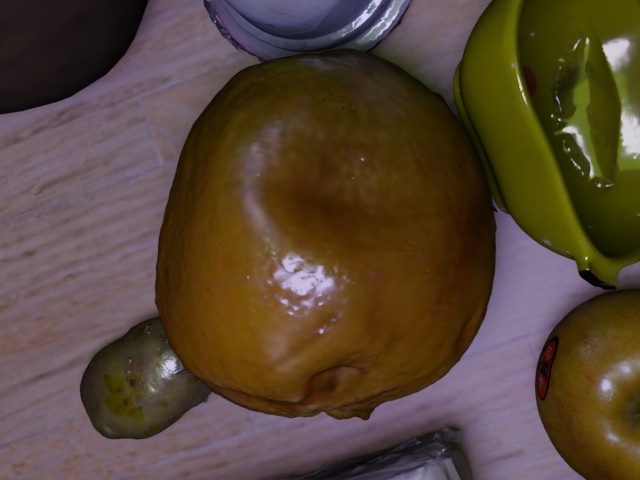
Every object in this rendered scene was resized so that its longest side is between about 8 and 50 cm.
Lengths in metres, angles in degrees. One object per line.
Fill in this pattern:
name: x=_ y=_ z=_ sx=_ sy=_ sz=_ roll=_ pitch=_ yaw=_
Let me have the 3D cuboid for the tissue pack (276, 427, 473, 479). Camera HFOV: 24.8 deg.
tissue pack: x=0.033 y=0.372 z=1.187 sx=0.297 sy=0.207 sz=0.380 roll=-17 pitch=90 yaw=8

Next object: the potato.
potato: x=-0.149 y=0.120 z=1.268 sx=0.138 sy=0.070 sz=0.091 roll=-35 pitch=87 yaw=8

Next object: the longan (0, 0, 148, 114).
longan: x=-0.269 y=-0.299 z=1.138 sx=0.405 sy=0.336 sz=0.404 roll=-10 pitch=116 yaw=-22

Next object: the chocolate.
chocolate: x=-0.018 y=-0.248 z=1.196 sx=0.221 sy=0.147 sz=0.221 roll=0 pitch=89 yaw=7

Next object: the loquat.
loquat: x=0.000 y=0.000 z=1.154 sx=0.276 sy=0.276 sz=0.283 roll=-17 pitch=73 yaw=8

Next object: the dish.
dish: x=0.190 y=-0.094 z=1.176 sx=0.108 sy=0.221 sz=0.262 roll=-10 pitch=102 yaw=42

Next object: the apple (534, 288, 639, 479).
apple: x=0.261 y=0.126 z=1.172 sx=0.183 sy=0.155 sz=0.182 roll=0 pitch=91 yaw=5
